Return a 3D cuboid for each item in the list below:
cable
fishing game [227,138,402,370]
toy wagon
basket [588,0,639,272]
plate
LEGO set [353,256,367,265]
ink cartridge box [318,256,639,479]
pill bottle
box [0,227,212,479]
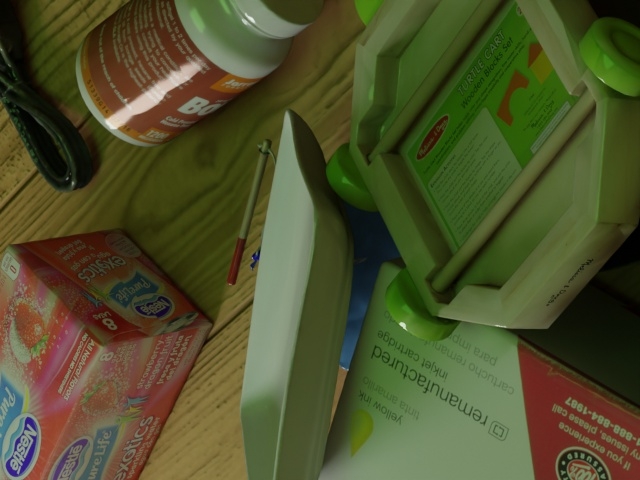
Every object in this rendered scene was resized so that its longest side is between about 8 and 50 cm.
[{"bbox_3d":[-0.319,-0.161,1.919,0.139,0.072,0.287,-35,74,44],"label":"cable"},{"bbox_3d":[0.044,0.018,1.649,0.264,0.041,0.189,25,112,28],"label":"fishing game"},{"bbox_3d":[0.101,-0.110,1.366,0.267,0.068,0.344,-53,47,37],"label":"toy wagon"},{"bbox_3d":[0.198,-0.115,1.418,0.204,0.154,0.227,93,160,-71],"label":"basket"},{"bbox_3d":[-0.018,0.066,1.537,0.277,0.045,0.278,-108,26,-70],"label":"plate"},{"bbox_3d":[-0.001,0.002,1.638,0.083,0.023,0.054,4,101,35],"label":"LEGO set"},{"bbox_3d":[0.139,0.232,1.500,0.279,0.160,0.385,30,116,31],"label":"ink cartridge box"},{"bbox_3d":[-0.101,-0.175,1.692,0.216,0.121,0.121,-30,76,40],"label":"pill bottle"},{"bbox_3d":[-0.245,0.155,1.851,0.154,0.142,0.300,44,122,27],"label":"box"}]
